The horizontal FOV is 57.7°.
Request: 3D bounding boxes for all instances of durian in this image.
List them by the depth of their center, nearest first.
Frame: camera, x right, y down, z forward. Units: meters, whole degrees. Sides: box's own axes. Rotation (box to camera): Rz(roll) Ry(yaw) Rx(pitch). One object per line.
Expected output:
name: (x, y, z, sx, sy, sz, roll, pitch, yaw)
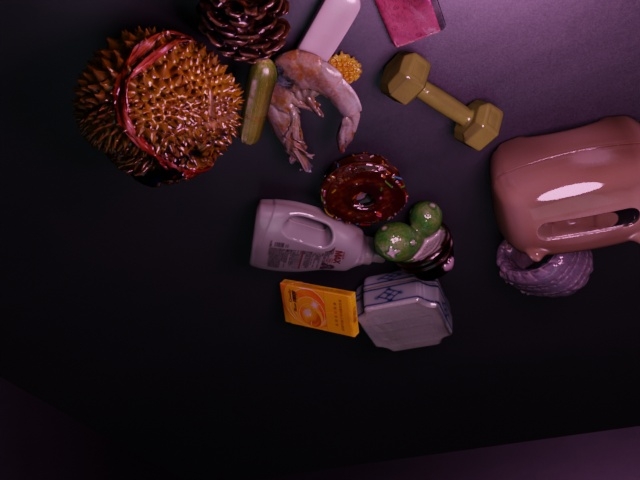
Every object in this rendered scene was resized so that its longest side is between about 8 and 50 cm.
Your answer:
durian: (-0.349, -0.282, 1.258, 0.384, 0.347, 0.347, -14, 136, 16)

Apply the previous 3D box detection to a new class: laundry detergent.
laundry detergent: (0.000, 0.000, 1.698, 0.398, 0.125, 0.264, 8, 137, -7)

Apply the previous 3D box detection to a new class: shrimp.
shrimp: (-0.023, -0.287, 1.373, 0.247, 0.085, 0.360, 13, 142, 12)

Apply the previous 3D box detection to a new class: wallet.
wallet: (0.166, -0.511, 1.181, 0.119, 0.025, 0.232, -15, 134, 21)

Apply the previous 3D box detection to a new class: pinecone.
pinecone: (-0.154, -0.448, 1.139, 0.184, 0.179, 0.204, -10, 169, 7)

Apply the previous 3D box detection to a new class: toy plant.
toy plant: (0.271, 0.006, 1.642, 0.218, 0.175, 0.235, -44, 123, -9)

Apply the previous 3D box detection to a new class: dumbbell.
dumbbell: (0.280, -0.316, 1.331, 0.302, 0.121, 0.108, 24, 164, -23)

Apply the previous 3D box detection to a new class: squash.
squash: (-0.143, -0.309, 1.298, 0.066, 0.066, 0.229, 12, 139, -10)

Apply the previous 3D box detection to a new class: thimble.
thimble: (0.640, 0.059, 1.661, 0.172, 0.205, 0.236, 33, 130, -31)

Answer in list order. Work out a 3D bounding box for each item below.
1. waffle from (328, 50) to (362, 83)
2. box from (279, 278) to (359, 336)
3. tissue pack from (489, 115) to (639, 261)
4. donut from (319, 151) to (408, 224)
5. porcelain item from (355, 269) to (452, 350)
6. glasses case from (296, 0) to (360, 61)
waffle: (0.052, -0.391, 1.329, 0.085, 0.016, 0.078, 18, 137, -17)
box: (-0.006, 0.218, 1.888, 0.269, 0.043, 0.152, 6, 115, 30)
tissue pack: (0.618, -0.119, 1.413, 0.387, 0.277, 0.267, -11, 134, 14)
donut: (0.114, -0.137, 1.558, 0.235, 0.089, 0.235, 1, 138, 1)
porcelain item: (0.272, 0.226, 1.907, 0.286, 0.157, 0.281, -15, 136, 21)
glasses case: (0.014, -0.451, 1.237, 0.076, 0.049, 0.197, 21, 138, -18)
